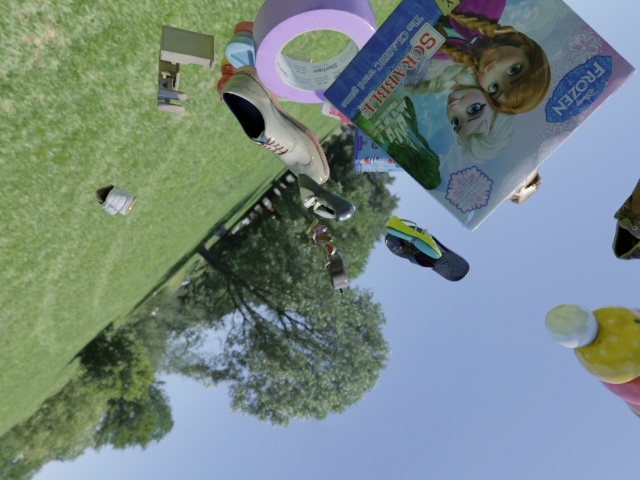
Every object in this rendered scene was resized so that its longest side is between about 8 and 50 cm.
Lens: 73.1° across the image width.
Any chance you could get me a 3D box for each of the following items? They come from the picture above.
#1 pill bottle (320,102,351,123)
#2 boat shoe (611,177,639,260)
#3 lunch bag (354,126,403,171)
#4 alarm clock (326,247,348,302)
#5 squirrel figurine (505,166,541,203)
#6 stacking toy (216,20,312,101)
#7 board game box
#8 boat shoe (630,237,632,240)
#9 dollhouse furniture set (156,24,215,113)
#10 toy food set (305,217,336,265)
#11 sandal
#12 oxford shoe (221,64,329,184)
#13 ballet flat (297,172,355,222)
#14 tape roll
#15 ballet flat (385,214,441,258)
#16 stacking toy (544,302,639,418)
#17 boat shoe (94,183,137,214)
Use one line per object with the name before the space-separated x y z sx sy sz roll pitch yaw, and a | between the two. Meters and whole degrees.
pill bottle | 0.222 -0.659 2.088 0.229 0.408 0.229 20 90 -87
boat shoe | 0.725 -0.049 0.960 0.105 0.307 0.110 -21 -136 12
lunch bag | 0.210 -0.353 1.235 0.221 0.293 0.138 1 177 6
alarm clock | 0.060 0.120 1.484 0.064 0.192 0.129 -13 180 -3
squirrel figurine | 0.688 -0.335 1.722 0.281 0.397 0.370 -50 -135 34
stacking toy | -0.200 -0.537 1.424 0.309 0.280 0.130 -32 -141 65
board game box | 0.225 -0.234 0.658 0.318 0.318 0.066 -48 -179 13
boat shoe | 0.874 0.005 1.126 0.076 0.229 0.080 99 2 -66
dollhouse furniture set | -0.454 -0.576 1.445 0.242 0.161 0.212 142 -53 -61
toy food set | 0.000 0.000 1.161 0.019 0.122 0.078 4 131 -50
sandal | 0.506 0.065 1.987 0.167 0.446 0.107 -60 -166 21
oxford shoe | -0.130 -0.286 1.213 0.141 0.397 0.146 -25 -152 39
ballet flat | -0.005 -0.106 1.106 0.074 0.203 0.074 -36 146 -29
tape roll | -0.009 -0.426 0.955 0.275 0.090 0.275 -7 159 -3
ballet flat | 0.351 -0.021 1.588 0.077 0.231 0.077 -59 174 -17
stacking toy | 0.813 0.289 1.155 0.350 0.480 0.350 -159 -90 -76
boat shoe | -0.687 -0.145 1.417 0.277 0.096 0.098 6 -111 52
